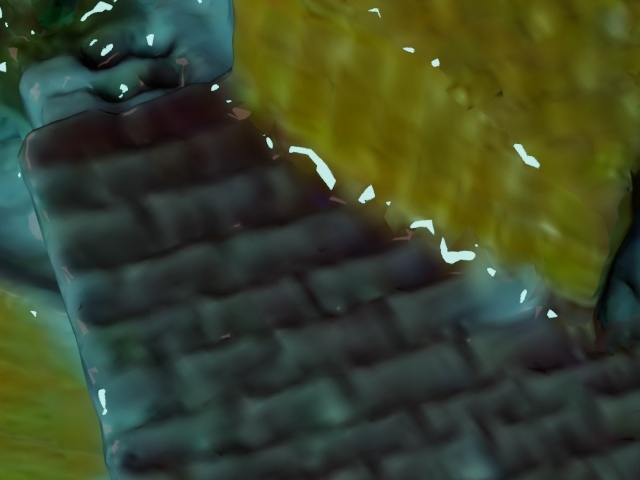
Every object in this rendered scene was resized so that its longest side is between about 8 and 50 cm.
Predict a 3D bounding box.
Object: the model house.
[{"bbox_3d":[0.041,0.005,0.596,0.360,0.297,0.339,-11,38,-17],"label":"model house"}]
